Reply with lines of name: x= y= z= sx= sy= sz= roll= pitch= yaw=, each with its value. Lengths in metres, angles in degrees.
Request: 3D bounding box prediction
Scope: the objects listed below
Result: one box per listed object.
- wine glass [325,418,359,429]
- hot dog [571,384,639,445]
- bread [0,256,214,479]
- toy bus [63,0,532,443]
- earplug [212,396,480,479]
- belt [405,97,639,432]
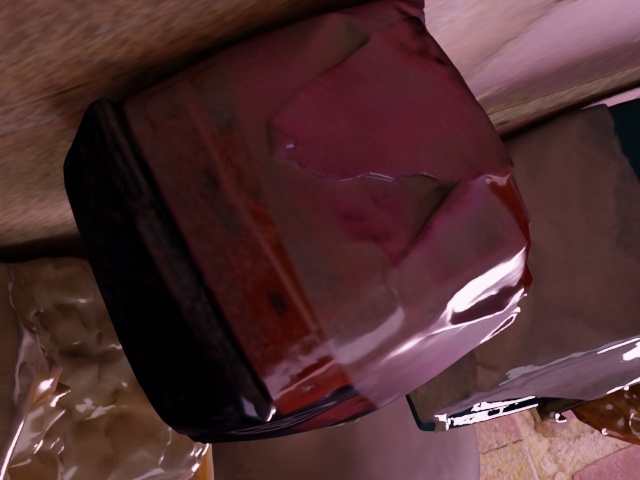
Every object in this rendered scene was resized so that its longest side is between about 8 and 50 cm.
wine glass: x=-0.057 y=0.111 z=1.547 sx=0.122 sy=0.122 sz=0.183 roll=-27 pitch=165 yaw=40
hot dog: x=0.314 y=0.046 z=1.630 sx=0.174 sy=0.267 sz=0.387 roll=8 pitch=-174 yaw=27
bread: x=-0.178 y=0.127 z=0.930 sx=0.245 sy=0.329 sz=0.424 roll=19 pitch=-178 yaw=11
toy bus: x=0.000 y=0.000 z=0.731 sx=0.147 sy=0.128 sz=0.303 roll=-27 pitch=172 yaw=-1
earplug: x=-0.013 y=0.266 z=2.035 sx=0.312 sy=0.313 sz=0.394 roll=-17 pitch=171 yaw=-38
belt: x=0.220 y=0.003 z=1.262 sx=0.436 sy=0.173 sz=0.300 roll=-14 pitch=168 yaw=-45
